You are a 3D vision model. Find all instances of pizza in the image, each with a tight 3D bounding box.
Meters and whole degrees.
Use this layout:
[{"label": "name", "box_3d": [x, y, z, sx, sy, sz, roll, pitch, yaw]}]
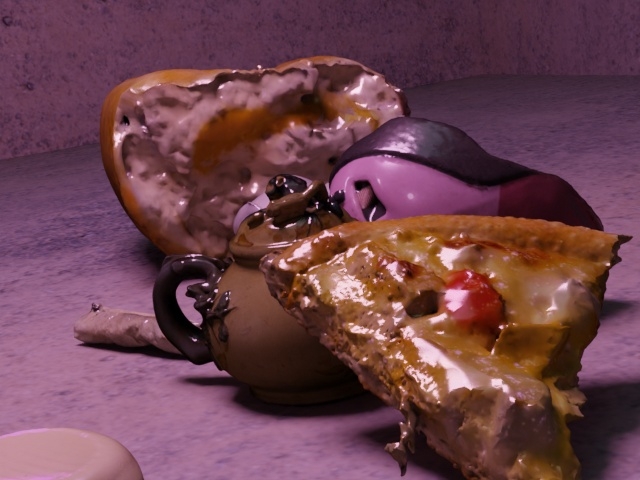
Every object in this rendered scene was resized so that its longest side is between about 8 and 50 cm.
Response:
[{"label": "pizza", "box_3d": [0.121, 0.070, 0.873, 0.280, 0.075, 0.287, -7, 36, -13]}]

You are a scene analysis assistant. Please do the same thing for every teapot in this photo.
[{"label": "teapot", "box_3d": [-0.026, 0.034, 1.062, 0.269, 0.182, 0.173, -2, 14, 25]}]

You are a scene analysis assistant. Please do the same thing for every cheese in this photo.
[{"label": "cheese", "box_3d": [-0.154, 0.169, 0.780, 0.227, 0.064, 0.137, 2, 18, 43]}]

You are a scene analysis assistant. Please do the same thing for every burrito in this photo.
[{"label": "burrito", "box_3d": [-0.172, 0.090, 1.240, 0.185, 0.041, 0.045, 3, -26, 43]}]

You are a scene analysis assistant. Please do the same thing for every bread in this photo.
[{"label": "bread", "box_3d": [-0.101, -0.103, 1.641, 0.361, 0.250, 0.394, -8, 8, -14]}]

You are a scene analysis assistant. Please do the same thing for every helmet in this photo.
[{"label": "helmet", "box_3d": [0.118, 0.001, 1.171, 0.154, 0.253, 0.198, -58, 13, -31]}]

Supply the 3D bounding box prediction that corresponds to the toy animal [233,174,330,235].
[{"label": "toy animal", "box_3d": [0.005, -0.001, 1.359, 0.193, 0.127, 0.178, -4, 13, 0]}]
